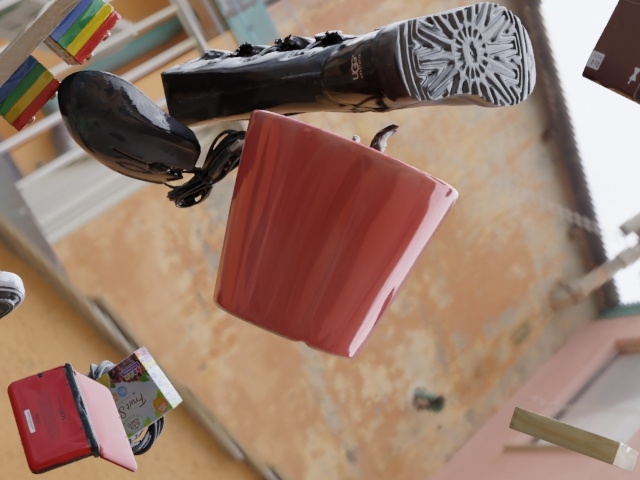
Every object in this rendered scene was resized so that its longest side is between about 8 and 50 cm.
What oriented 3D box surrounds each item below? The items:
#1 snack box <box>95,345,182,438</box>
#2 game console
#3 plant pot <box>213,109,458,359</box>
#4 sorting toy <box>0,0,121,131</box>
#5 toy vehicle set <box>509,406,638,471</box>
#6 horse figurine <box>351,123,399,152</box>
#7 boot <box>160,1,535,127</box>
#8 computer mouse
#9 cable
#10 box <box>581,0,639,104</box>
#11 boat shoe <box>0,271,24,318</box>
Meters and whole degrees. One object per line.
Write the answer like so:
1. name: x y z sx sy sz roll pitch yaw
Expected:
1. snack box: -0.287 0.235 1.713 0.141 0.037 0.100 -36 -89 23
2. game console: -0.311 0.235 1.460 0.085 0.124 0.144 87 -20 -46
3. plant pot: 0.000 0.000 1.441 0.275 0.243 0.275 22 0 0
4. sorting toy: -0.395 -0.270 1.683 0.089 0.255 0.257 43 -6 -18
5. toy vehicle set: 0.410 0.320 1.868 0.166 0.035 0.267 17 -6 23
6. horse figurine: 0.051 -0.041 1.696 0.066 0.174 0.263 12 -59 -4
7. boot: 0.039 -0.240 1.720 0.445 0.367 0.146 -6 -90 41
8. computer mouse: -0.244 -0.135 1.614 0.272 0.072 0.188 31 -47 -24
9. cable: -0.332 0.275 1.920 0.047 0.184 0.151 -7 -108 35
10. box: 0.490 -0.235 1.523 0.203 0.167 0.168 22 13 -19
11. boat shoe: -0.566 0.137 1.681 0.102 0.301 0.108 60 -22 31
